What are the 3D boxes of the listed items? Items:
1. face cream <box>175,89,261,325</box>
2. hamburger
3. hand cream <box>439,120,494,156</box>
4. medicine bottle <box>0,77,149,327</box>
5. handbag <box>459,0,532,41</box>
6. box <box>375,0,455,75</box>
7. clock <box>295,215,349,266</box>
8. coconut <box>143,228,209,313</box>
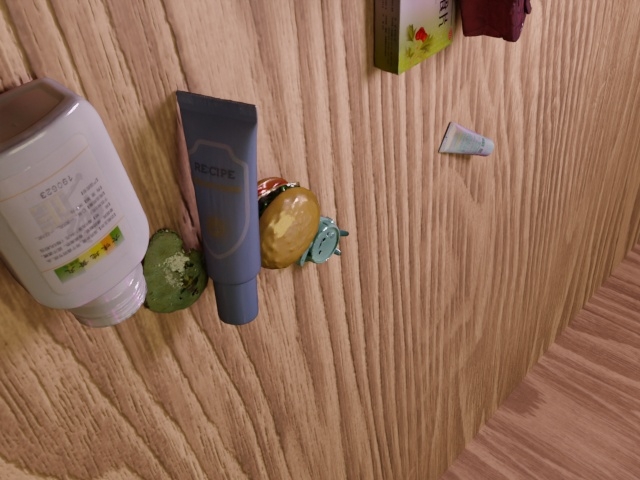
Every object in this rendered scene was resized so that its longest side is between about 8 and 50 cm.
[{"bbox_3d":[-0.142,-0.038,1.122,0.086,0.135,0.385,-47,144,-47],"label":"face cream"},{"bbox_3d":[-0.075,-0.031,1.254,0.162,0.115,0.162,-35,141,-33],"label":"hamburger"},{"bbox_3d":[0.348,-0.235,1.745,0.174,0.047,0.076,3,112,-45],"label":"hand cream"},{"bbox_3d":[-0.321,-0.027,0.923,0.179,0.124,0.324,-42,141,-24],"label":"medicine bottle"},{"bbox_3d":[0.337,-0.483,1.398,0.225,0.135,0.146,57,47,-67],"label":"handbag"},{"bbox_3d":[0.174,-0.452,1.322,0.175,0.062,0.260,-36,139,-33],"label":"box"},{"bbox_3d":[0.000,0.000,1.447,0.135,0.041,0.101,-1,115,-53],"label":"clock"},{"bbox_3d":[-0.229,0.064,1.176,0.133,0.055,0.158,-60,146,-4],"label":"coconut"}]
